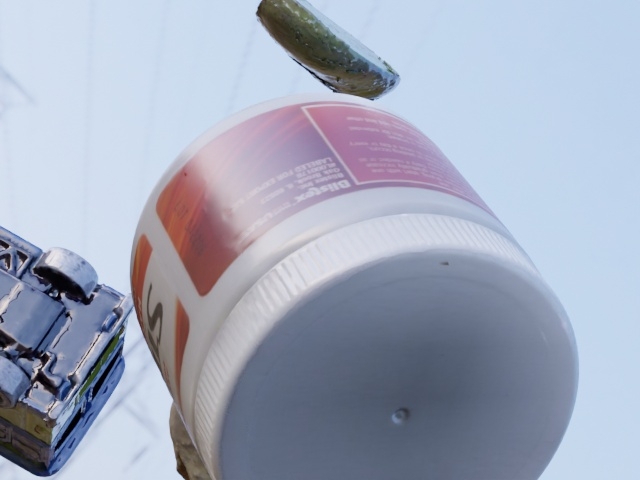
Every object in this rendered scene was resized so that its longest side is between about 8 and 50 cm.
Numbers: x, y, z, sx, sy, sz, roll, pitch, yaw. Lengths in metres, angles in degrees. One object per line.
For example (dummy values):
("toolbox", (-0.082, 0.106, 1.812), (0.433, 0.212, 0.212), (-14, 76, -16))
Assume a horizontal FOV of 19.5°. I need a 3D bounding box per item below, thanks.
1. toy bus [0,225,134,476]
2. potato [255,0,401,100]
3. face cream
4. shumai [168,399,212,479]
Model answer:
("toy bus", (-0.310, 0.057, 1.561), (0.287, 0.138, 0.175), (29, -26, 5))
("potato", (-0.001, -0.174, 1.678), (0.119, 0.054, 0.198), (44, 10, 20))
("face cream", (0.012, 0.044, 0.998), (0.201, 0.201, 0.187), (57, 0, -35))
("shumai", (-0.055, 0.181, 1.894), (0.201, 0.201, 0.120), (44, 21, -1))
